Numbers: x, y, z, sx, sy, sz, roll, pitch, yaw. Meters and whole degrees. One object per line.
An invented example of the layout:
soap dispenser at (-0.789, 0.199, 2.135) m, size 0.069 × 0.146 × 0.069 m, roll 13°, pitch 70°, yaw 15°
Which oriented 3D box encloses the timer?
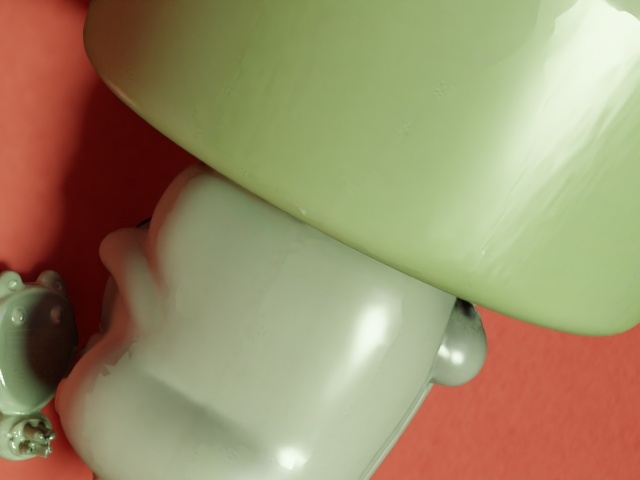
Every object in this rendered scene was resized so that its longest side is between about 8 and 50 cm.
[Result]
timer at (0.000, 0.000, 0.641) m, size 0.291 × 0.291 × 0.315 m, roll 16°, pitch 107°, yaw -46°

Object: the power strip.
power strip at (-0.124, 0.055, 0.657) m, size 0.055 × 0.035 × 0.083 m, roll 2°, pitch 95°, yaw -45°

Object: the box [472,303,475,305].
box at (0.070, -0.016, 0.842) m, size 0.048 × 0.025 × 0.115 m, roll -28°, pitch 117°, yaw -40°
